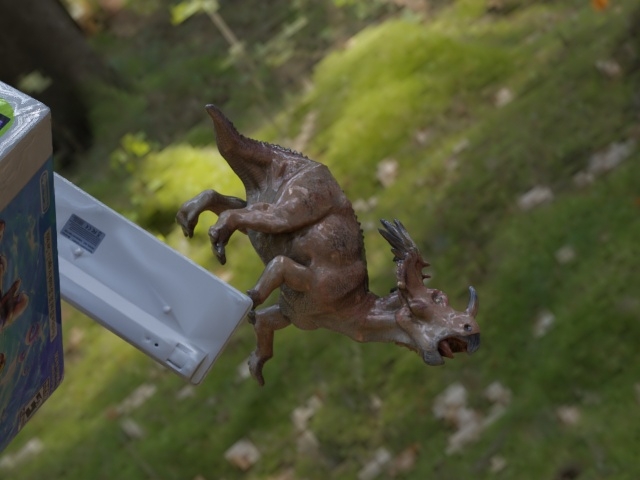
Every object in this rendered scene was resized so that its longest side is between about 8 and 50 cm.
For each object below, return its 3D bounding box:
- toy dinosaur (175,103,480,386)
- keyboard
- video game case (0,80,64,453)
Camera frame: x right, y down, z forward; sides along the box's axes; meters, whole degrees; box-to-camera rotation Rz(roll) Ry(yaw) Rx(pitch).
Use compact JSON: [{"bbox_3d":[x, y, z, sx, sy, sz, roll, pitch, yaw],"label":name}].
[{"bbox_3d":[0.000,0.000,1.682,0.200,0.295,0.127,-27,-1,-15],"label":"toy dinosaur"},{"bbox_3d":[-0.171,0.004,1.321,0.072,0.256,0.014,-56,-9,-11],"label":"keyboard"},{"bbox_3d":[-0.243,0.076,1.093,0.244,0.061,0.269,-51,-21,-35],"label":"video game case"}]
